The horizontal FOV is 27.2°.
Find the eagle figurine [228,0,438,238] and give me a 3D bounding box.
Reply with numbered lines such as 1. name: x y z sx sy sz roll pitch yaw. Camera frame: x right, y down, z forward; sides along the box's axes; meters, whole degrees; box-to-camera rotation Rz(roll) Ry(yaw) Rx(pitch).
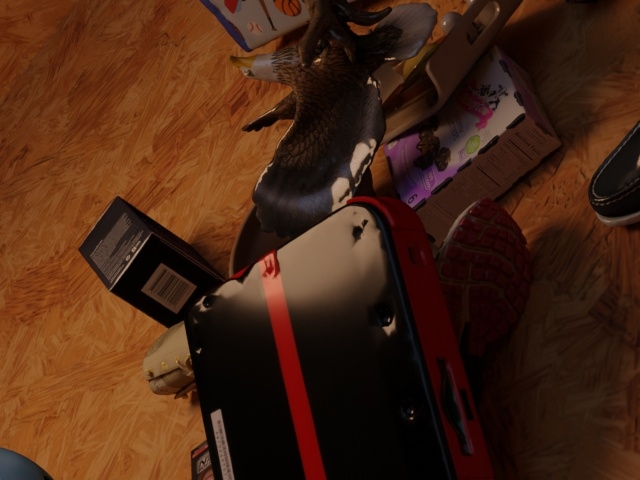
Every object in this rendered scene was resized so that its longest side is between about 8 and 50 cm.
1. eagle figurine: -0.004 -0.180 1.596 0.225 0.298 0.226 34 54 26

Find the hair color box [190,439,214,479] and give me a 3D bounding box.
1. hair color box: -0.120 0.301 1.623 0.072 0.043 0.141 -40 33 22

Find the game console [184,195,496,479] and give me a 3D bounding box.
1. game console: 0.006 0.177 1.364 0.342 0.060 0.387 -34 59 38

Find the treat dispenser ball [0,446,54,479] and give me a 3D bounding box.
1. treat dispenser ball: -0.464 0.416 1.753 0.288 0.288 0.288 -36 34 30

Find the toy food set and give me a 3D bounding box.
1. toy food set: 0.117 -0.234 1.690 0.220 0.092 0.306 -53 13 -28

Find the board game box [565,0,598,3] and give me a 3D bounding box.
1. board game box: 0.314 -0.484 1.576 0.208 0.056 0.347 112 151 -68

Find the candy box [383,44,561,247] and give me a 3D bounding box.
1. candy box: 0.178 -0.115 1.593 0.196 0.070 0.165 -42 31 21

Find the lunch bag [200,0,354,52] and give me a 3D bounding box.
1. lunch bag: -0.010 -0.543 2.157 0.328 0.239 0.385 -12 38 49

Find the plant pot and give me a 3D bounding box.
1. plant pot: 0.000 0.000 1.694 0.237 0.109 0.237 -36 35 31

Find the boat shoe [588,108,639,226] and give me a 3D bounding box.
1. boat shoe: 0.372 -0.137 1.313 0.302 0.091 0.114 -44 31 17

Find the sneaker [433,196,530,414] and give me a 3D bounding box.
1. sneaker: 0.125 0.088 1.412 0.112 0.121 0.299 -1 59 57

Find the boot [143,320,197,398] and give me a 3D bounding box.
1. boot: -0.154 0.169 1.748 0.203 0.095 0.262 -33 29 31

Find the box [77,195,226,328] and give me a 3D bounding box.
1. box: -0.253 0.038 1.977 0.108 0.153 0.207 -54 30 1
